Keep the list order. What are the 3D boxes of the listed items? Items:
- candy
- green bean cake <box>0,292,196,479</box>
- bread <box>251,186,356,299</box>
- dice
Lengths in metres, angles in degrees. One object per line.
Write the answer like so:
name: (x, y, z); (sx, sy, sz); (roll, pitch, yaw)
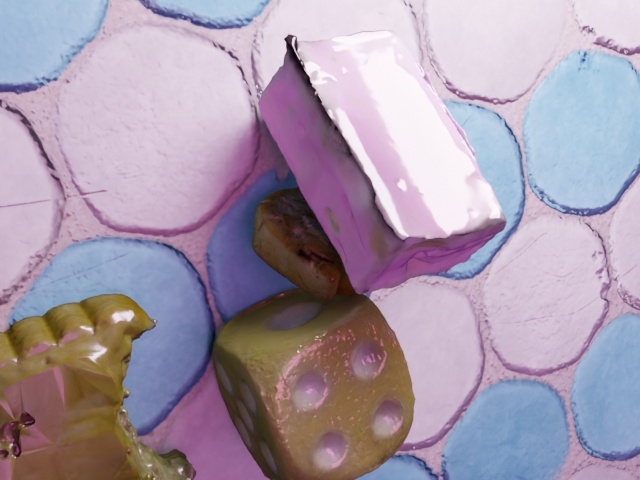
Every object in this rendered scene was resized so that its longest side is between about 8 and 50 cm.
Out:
candy: (0.060, -0.089, 0.917); (0.155, 0.116, 0.265); (-14, 64, -32)
green bean cake: (-0.248, 0.193, 0.886); (0.233, 0.124, 0.236); (-21, 107, -22)
bread: (0.000, 0.000, 0.961); (0.117, 0.156, 0.064); (-32, 144, -40)
dice: (-0.010, 0.157, 0.974); (0.166, 0.169, 0.169); (-23, 108, -21)
